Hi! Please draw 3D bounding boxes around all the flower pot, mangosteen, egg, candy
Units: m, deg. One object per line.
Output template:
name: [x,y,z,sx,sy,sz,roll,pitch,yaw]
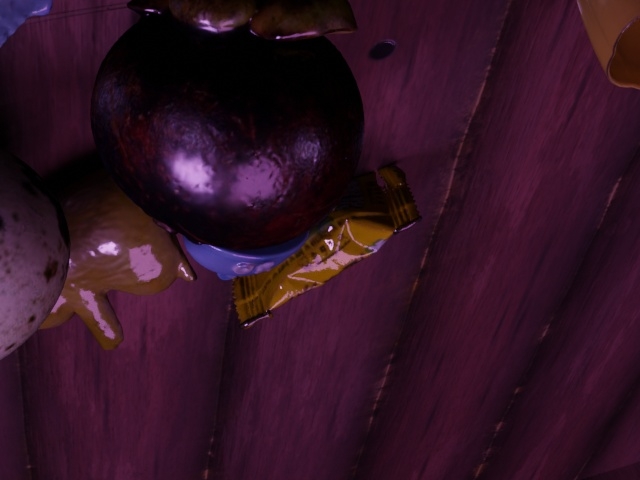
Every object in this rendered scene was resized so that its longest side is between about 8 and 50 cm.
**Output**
flower pot: [0.400,-0.311,1.759,0.195,0.179,0.195,-19,150,-11]
mangosteen: [-0.093,-0.146,1.571,0.330,0.330,0.330,-17,150,-10]
egg: [-0.469,0.022,1.592,0.379,0.287,0.287,-6,148,-7]
candy: [0.000,0.000,2.007,0.297,0.187,0.081,-30,121,10]

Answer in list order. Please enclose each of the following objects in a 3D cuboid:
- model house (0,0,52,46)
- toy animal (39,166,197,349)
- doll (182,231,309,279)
model house: [-0.364,-0.301,1.252,0.329,0.252,0.295,-47,125,-8]
toy animal: [-0.338,0.043,1.834,0.363,0.181,0.180,-32,141,13]
doll: [-0.084,-0.053,1.884,0.177,0.141,0.314,-4,142,-26]
